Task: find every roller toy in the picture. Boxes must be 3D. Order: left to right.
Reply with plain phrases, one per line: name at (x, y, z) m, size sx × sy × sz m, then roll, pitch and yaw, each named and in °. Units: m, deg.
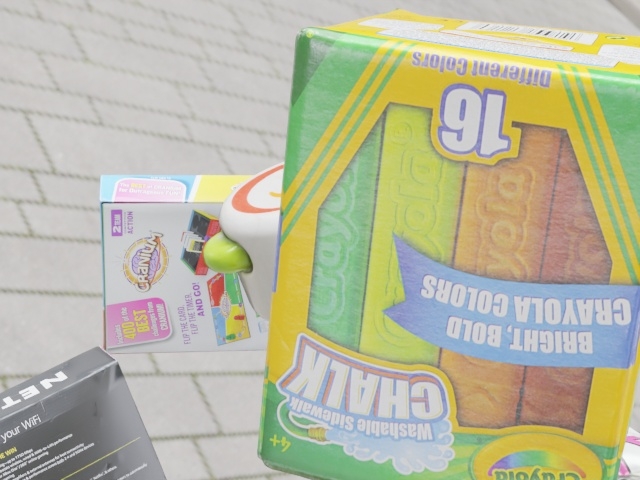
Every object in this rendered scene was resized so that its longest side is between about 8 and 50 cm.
roller toy at (0.000, 0.000, 1.290) m, size 0.191 × 0.209 × 0.146 m, roll -50°, pitch 127°, yaw -51°

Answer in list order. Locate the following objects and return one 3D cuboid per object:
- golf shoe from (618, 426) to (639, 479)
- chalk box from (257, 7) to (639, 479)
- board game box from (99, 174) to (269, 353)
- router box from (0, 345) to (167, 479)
golf shoe at (0.152, 0.120, 0.656) m, size 0.067 × 0.186 × 0.086 m, roll 62°, pitch 39°, yaw -41°
chalk box at (0.060, 0.026, 0.462) m, size 0.132 × 0.213 × 0.132 m, roll 10°, pitch 16°, yaw 16°
board game box at (-0.122, 0.032, 1.532) m, size 0.317 × 0.242 × 0.064 m, roll 0°, pitch 34°, yaw -9°
router box at (-0.189, 0.166, 0.752) m, size 0.046 × 0.179 × 0.133 m, roll 18°, pitch -51°, yaw 60°
